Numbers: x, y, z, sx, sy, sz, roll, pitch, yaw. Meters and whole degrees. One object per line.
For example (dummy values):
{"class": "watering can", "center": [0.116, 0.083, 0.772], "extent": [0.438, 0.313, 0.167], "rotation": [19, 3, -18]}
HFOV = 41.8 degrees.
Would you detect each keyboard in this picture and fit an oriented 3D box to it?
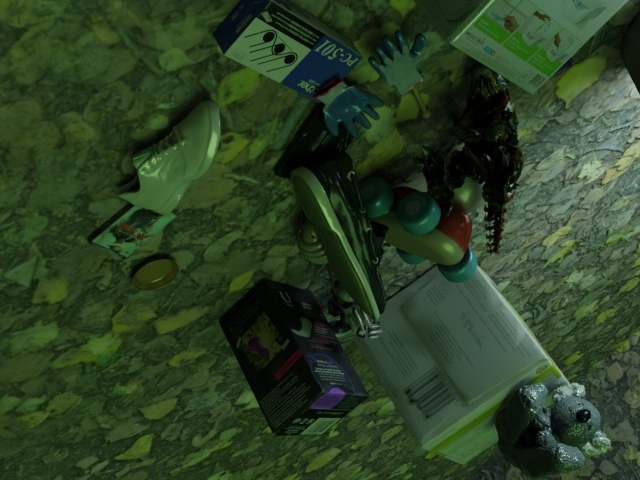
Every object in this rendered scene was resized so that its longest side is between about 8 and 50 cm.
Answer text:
{"class": "keyboard", "center": [0.007, -0.166, 1.372], "extent": [0.108, 0.023, 0.180], "rotation": [8, 134, -37]}

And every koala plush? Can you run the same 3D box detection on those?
{"class": "koala plush", "center": [0.516, 0.405, 1.826], "extent": [0.221, 0.196, 0.203], "rotation": [-15, 156, -25]}

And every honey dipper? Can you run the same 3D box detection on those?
{"class": "honey dipper", "center": [0.160, -0.243, 1.381], "extent": [0.030, 0.030, 0.161], "rotation": [-34, 151, 6]}

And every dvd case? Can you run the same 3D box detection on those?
{"class": "dvd case", "center": [-0.298, -0.021, 1.329], "extent": [0.119, 0.013, 0.087], "rotation": [-36, 149, 11]}

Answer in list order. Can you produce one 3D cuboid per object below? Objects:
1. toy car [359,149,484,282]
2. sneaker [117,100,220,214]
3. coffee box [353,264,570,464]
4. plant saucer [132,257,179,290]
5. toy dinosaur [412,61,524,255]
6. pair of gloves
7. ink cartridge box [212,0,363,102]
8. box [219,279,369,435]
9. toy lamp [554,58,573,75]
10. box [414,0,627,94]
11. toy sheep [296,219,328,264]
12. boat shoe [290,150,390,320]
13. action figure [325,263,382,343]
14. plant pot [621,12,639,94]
{"class": "toy car", "center": [0.222, -0.086, 1.560], "extent": [0.238, 0.210, 0.219], "rotation": [-56, 136, -11]}
{"class": "sneaker", "center": [-0.220, -0.119, 1.202], "extent": [0.094, 0.080, 0.212], "rotation": [14, 130, -34]}
{"class": "coffee box", "center": [0.338, 0.283, 1.989], "extent": [0.338, 0.337, 0.334], "rotation": [-38, 148, 9]}
{"class": "plant saucer", "center": [-0.286, 0.055, 1.446], "extent": [0.083, 0.015, 0.083], "rotation": [-22, 147, -15]}
{"class": "toy dinosaur", "center": [0.292, -0.134, 1.417], "extent": [0.164, 0.322, 0.218], "rotation": [-20, -170, 37]}
{"class": "pair of gloves", "center": [0.083, -0.233, 1.260], "extent": [0.198, 0.023, 0.159], "rotation": [-36, 155, 10]}
{"class": "ink cartridge box", "center": [-0.040, -0.268, 1.159], "extent": [0.097, 0.046, 0.207], "rotation": [-44, 147, 23]}
{"class": "box", "center": [-0.054, 0.232, 1.647], "extent": [0.143, 0.270, 0.165], "rotation": [-43, 147, 21]}
{"class": "toy lamp", "center": [0.457, -0.373, 1.403], "extent": [0.274, 0.080, 0.080], "rotation": [-40, 148, 12]}
{"class": "box", "center": [0.307, -0.366, 1.233], "extent": [0.262, 0.127, 0.231], "rotation": [12, 129, -48]}
{"class": "toy sheep", "center": [0.000, 0.000, 1.543], "extent": [0.091, 0.091, 0.132], "rotation": [-33, 143, 4]}
{"class": "boat shoe", "center": [0.063, -0.009, 1.447], "extent": [0.113, 0.127, 0.340], "rotation": [-36, 120, -15]}
{"class": "action figure", "center": [0.059, 0.123, 1.695], "extent": [0.099, 0.185, 0.285], "rotation": [-8, 162, -8]}
{"class": "plant pot", "center": [0.701, -0.304, 1.506], "extent": [0.323, 0.280, 0.323], "rotation": [-22, 148, -15]}
